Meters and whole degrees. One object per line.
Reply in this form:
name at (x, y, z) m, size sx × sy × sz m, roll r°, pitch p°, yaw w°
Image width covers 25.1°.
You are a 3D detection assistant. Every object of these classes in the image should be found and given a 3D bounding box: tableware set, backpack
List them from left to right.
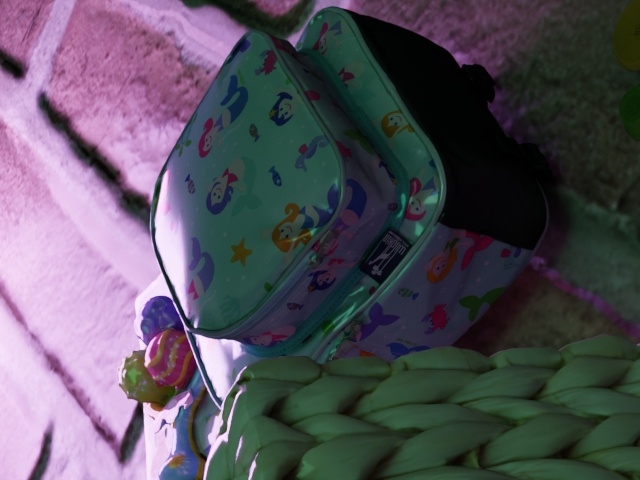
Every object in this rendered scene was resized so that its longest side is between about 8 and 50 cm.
backpack at (0.000, 0.000, 0.946) m, size 0.253 × 0.191 × 0.225 m, roll -59°, pitch 39°, yaw 29°
tableware set at (0.214, -0.137, 0.836) m, size 0.104 × 0.024 × 0.154 m, roll -11°, pitch 70°, yaw 55°

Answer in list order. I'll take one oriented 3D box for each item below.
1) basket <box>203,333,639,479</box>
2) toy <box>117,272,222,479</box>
basket at (0.110, 0.223, 0.513) m, size 0.266 × 0.328 × 0.331 m, roll -111°, pitch 26°, yaw -43°
toy at (-0.126, 0.110, 1.178) m, size 0.137 × 0.056 × 0.237 m, roll -41°, pitch 47°, yaw 37°
